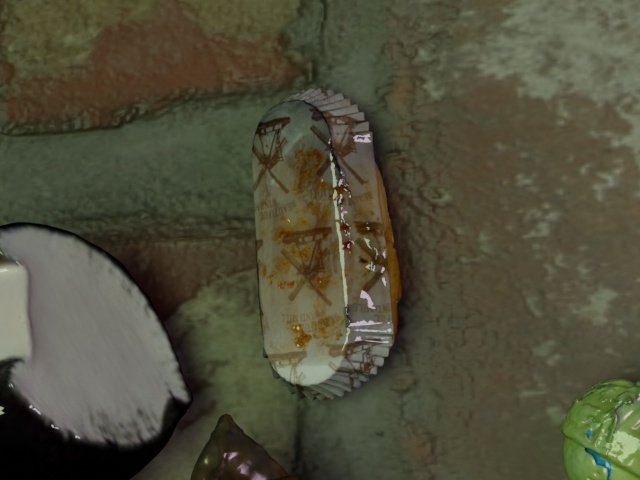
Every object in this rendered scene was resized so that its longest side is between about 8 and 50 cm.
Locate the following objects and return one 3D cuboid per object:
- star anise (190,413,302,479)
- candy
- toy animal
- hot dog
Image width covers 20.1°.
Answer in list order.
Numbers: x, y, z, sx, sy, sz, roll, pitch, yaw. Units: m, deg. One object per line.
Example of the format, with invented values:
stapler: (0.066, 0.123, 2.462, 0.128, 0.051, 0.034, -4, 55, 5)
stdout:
star anise: (-0.050, 0.290, 1.360, 0.315, 0.108, 0.315, 174, 90, -66)
candy: (0.279, 0.045, 1.315, 0.336, 0.092, 0.093, -61, 32, 1)
toy animal: (-0.287, 0.148, 1.462, 0.310, 0.251, 0.251, -29, 76, 31)
hot dog: (0.000, 0.000, 1.433, 0.131, 0.069, 0.253, -11, 80, 31)
